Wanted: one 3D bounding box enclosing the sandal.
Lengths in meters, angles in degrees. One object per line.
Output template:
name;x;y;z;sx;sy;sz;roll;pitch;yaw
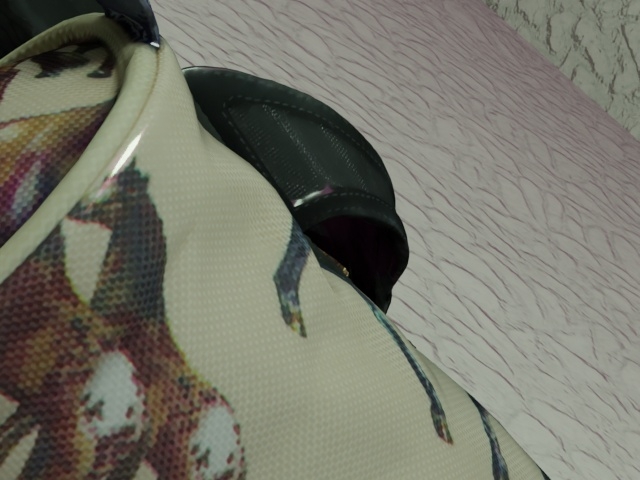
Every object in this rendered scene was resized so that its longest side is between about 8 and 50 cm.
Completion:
sandal;-0.044;-0.042;0.797;0.167;0.107;0.446;17;-29;52

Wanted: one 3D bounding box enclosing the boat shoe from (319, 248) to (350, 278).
boat shoe;0.000;0.000;1.116;0.207;0.073;0.073;-27;101;-68

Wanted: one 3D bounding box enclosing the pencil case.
pencil case;0.012;0.113;0.491;0.410;0.160;0.183;47;32;-26
